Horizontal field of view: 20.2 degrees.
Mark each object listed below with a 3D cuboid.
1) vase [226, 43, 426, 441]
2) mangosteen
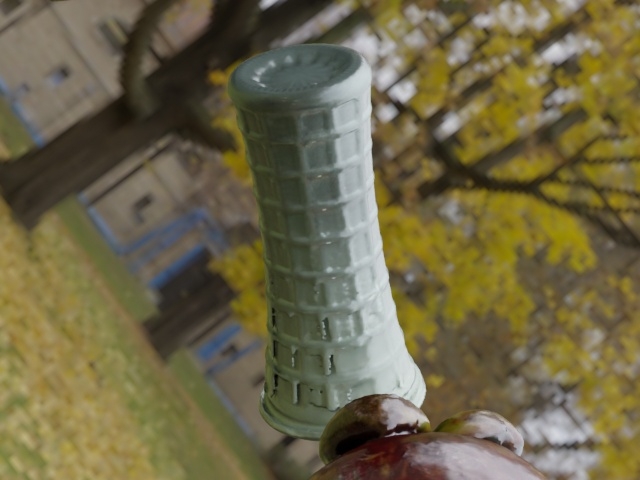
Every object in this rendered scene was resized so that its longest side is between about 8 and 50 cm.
[{"bbox_3d":[0.000,0.000,1.435,0.143,0.143,0.299,41,-35,56],"label":"vase"},{"bbox_3d":[0.066,0.197,1.148,0.257,0.215,0.215,-88,153,-48],"label":"mangosteen"}]
